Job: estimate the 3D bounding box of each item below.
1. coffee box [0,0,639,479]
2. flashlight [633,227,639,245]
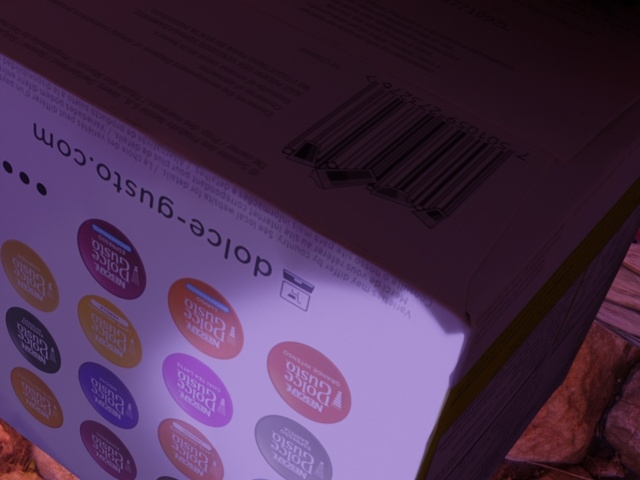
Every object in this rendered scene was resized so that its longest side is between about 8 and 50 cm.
[{"bbox_3d":[0.000,0.000,0.715,0.337,0.338,0.334,31,135,20],"label":"coffee box"},{"bbox_3d":[0.335,-0.017,1.061,0.103,0.103,0.304,-6,-175,-4],"label":"flashlight"}]
